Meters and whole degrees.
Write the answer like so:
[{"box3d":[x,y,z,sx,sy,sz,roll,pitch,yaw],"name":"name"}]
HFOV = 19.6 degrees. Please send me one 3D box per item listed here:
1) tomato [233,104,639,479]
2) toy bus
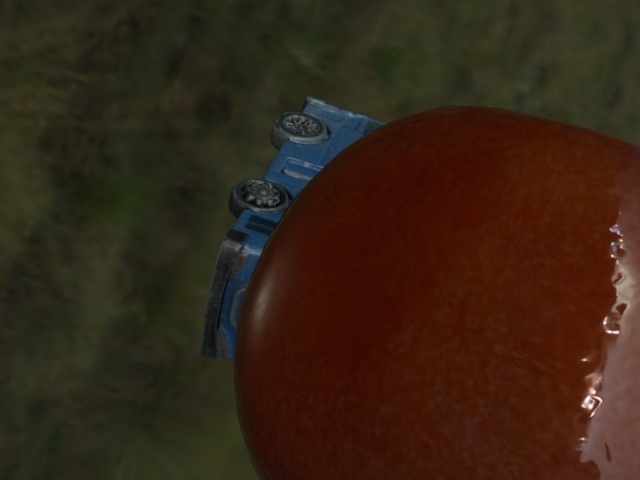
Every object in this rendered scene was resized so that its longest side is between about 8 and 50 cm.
[{"box3d":[0.119,0.087,1.019,0.273,0.341,0.341,-63,170,-11],"name":"tomato"},{"box3d":[0.000,0.000,1.393,0.234,0.133,0.116,-63,170,-55],"name":"toy bus"}]
